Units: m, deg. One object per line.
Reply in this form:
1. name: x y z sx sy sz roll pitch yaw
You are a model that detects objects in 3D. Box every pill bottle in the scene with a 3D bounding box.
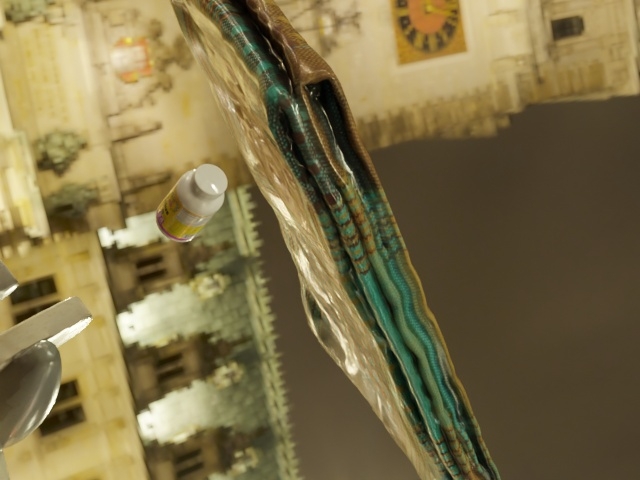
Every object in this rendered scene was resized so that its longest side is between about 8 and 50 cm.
1. pill bottle: -0.112 -0.034 1.018 0.083 0.043 0.043 -44 -111 51

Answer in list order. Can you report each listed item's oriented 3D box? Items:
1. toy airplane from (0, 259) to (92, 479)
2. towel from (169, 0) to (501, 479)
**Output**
1. toy airplane: -0.340 0.163 0.815 0.384 0.386 0.272 -148 -143 -78
2. towel: 0.000 0.000 0.605 0.271 0.040 0.370 55 -7 48
